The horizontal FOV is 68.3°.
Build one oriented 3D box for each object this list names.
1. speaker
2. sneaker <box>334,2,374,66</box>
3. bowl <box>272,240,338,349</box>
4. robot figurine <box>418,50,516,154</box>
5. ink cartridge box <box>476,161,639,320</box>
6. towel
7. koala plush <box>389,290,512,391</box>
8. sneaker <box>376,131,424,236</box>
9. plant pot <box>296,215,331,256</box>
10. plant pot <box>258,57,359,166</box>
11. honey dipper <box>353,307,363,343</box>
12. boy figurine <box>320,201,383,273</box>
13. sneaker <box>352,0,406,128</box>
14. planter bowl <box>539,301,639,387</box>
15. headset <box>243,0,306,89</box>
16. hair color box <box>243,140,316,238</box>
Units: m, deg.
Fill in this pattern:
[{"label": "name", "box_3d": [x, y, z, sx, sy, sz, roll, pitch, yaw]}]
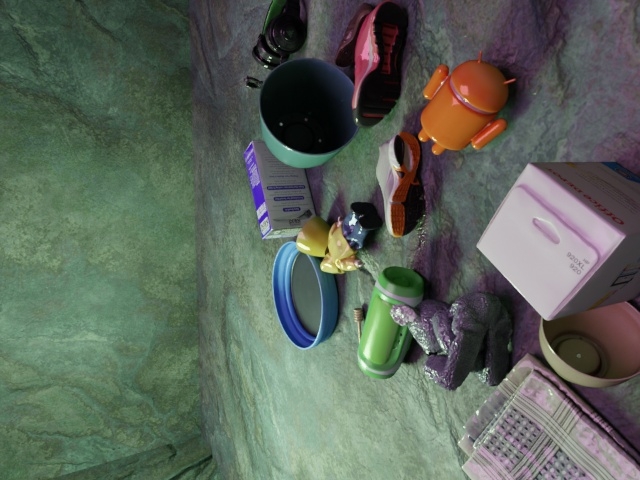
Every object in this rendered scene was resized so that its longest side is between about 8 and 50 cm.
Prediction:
[{"label": "speaker", "box_3d": [0.183, 0.221, 1.253, 0.131, 0.131, 0.296, 45, 132, 48]}, {"label": "sneaker", "box_3d": [0.099, -0.582, 1.341, 0.188, 0.066, 0.071, -47, 38, 46]}, {"label": "bowl", "box_3d": [-0.061, 0.193, 1.718, 0.391, 0.077, 0.390, 16, 109, 58]}, {"label": "robot figurine", "box_3d": [0.296, -0.275, 0.974, 0.219, 0.128, 0.158, 126, 141, -50]}, {"label": "ink cartridge box", "box_3d": [0.404, -0.008, 0.723, 0.171, 0.233, 0.168, 57, 140, 40]}, {"label": "towel", "box_3d": [0.427, 0.432, 0.902, 0.324, 0.056, 0.312, 50, 130, 42]}, {"label": "koala plush", "box_3d": [0.279, 0.191, 1.039, 0.221, 0.196, 0.203, 16, 97, 59]}, {"label": "sneaker", "box_3d": [0.195, -0.139, 1.219, 0.121, 0.100, 0.262, -179, 92, -67]}, {"label": "plant pot", "box_3d": [0.000, 0.000, 1.549, 0.095, 0.134, 0.134, 32, 126, 26]}, {"label": "plant pot", "box_3d": [-0.046, -0.350, 1.414, 0.235, 0.293, 0.292, 136, 125, -74]}, {"label": "honey dipper", "box_3d": [0.124, 0.290, 1.466, 0.030, 0.031, 0.160, 6, 104, 60]}, {"label": "boy figurine", "box_3d": [0.083, 0.019, 1.426, 0.177, 0.092, 0.285, 63, 145, 31]}, {"label": "sneaker", "box_3d": [0.142, -0.456, 1.252, 0.136, 0.116, 0.313, -139, 57, -63]}, {"label": "planter bowl", "box_3d": [0.443, 0.175, 0.788, 0.109, 0.162, 0.162, 78, 165, -52]}, {"label": "headset", "box_3d": [-0.173, -0.694, 1.652, 0.243, 0.185, 0.393, -20, 67, 60]}, {"label": "hair color box", "box_3d": [-0.143, -0.183, 1.688, 0.110, 0.185, 0.338, -39, 61, 56]}]
